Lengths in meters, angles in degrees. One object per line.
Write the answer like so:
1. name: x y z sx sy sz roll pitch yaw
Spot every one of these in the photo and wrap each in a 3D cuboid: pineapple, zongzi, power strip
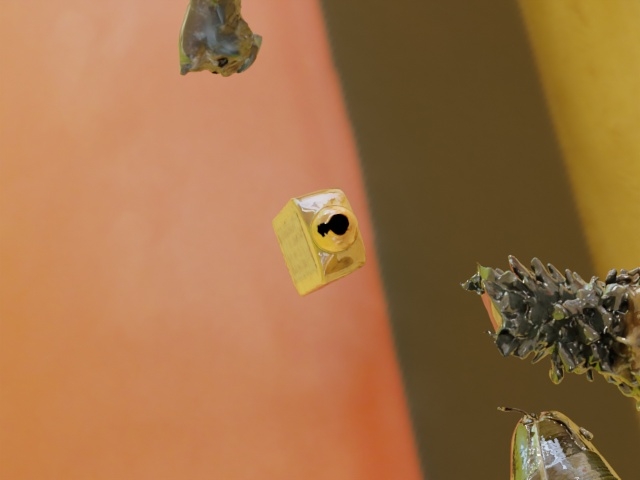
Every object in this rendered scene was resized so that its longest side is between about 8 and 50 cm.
1. pineapple: 0.252 0.066 1.497 0.158 0.279 0.157 9 -90 -89
2. zongzi: 0.149 0.221 1.414 0.184 0.084 0.187 -26 40 -7
3. power strip: 0.000 0.000 1.018 0.178 0.028 0.049 141 110 -82

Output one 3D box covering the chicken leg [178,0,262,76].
1. chicken leg: -0.030 -0.158 0.678 0.051 0.253 0.106 16 60 7
